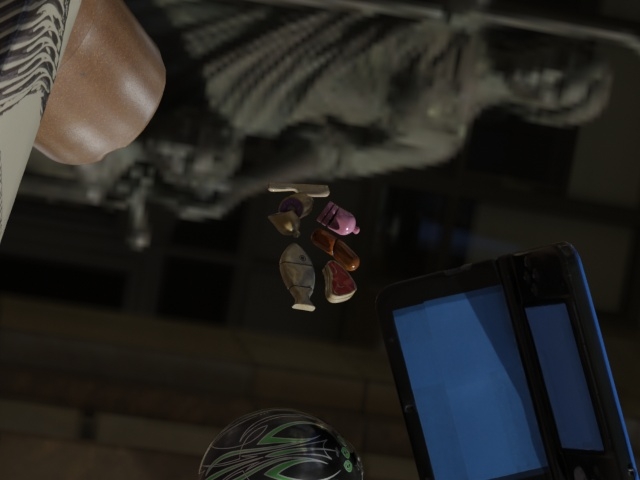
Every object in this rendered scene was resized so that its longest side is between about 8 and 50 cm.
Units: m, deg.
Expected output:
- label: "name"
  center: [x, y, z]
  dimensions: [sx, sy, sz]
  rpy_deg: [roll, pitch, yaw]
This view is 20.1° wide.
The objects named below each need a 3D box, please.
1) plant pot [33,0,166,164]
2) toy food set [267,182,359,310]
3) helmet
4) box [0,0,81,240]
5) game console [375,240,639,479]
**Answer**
- label: "plant pot"
  center: [-0.207, -0.148, 1.354]
  dimensions: [0.165, 0.167, 0.167]
  rpy_deg: [45, 41, -53]
- label: "toy food set"
  center: [0.000, 0.000, 1.426]
  dimensions: [0.019, 0.078, 0.122]
  rpy_deg: [-55, -137, 45]
- label: "helmet"
  center: [-0.051, 0.266, 2.031]
  dimensions: [0.169, 0.161, 0.169]
  rpy_deg: [-13, -111, 39]
- label: "box"
  center: [-0.194, -0.095, 0.945]
  dimensions: [0.113, 0.094, 0.275]
  rpy_deg: [98, 0, -46]
- label: "game console"
  center: [0.202, 0.167, 1.995]
  dimensions: [0.250, 0.173, 0.293]
  rpy_deg: [160, -85, -76]
